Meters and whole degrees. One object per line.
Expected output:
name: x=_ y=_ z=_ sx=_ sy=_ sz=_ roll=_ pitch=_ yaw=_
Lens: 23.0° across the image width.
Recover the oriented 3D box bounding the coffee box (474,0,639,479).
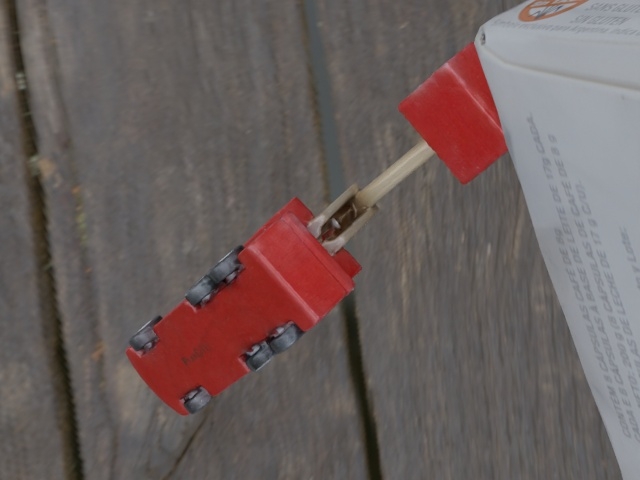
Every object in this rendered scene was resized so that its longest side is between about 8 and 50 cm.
coffee box: x=0.313 y=0.029 z=0.483 sx=0.334 sy=0.338 sz=0.338 roll=-27 pitch=108 yaw=-19

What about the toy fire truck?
toy fire truck: x=0.000 y=0.000 z=0.703 sx=0.047 sy=0.135 sz=0.192 roll=49 pitch=143 yaw=-2
